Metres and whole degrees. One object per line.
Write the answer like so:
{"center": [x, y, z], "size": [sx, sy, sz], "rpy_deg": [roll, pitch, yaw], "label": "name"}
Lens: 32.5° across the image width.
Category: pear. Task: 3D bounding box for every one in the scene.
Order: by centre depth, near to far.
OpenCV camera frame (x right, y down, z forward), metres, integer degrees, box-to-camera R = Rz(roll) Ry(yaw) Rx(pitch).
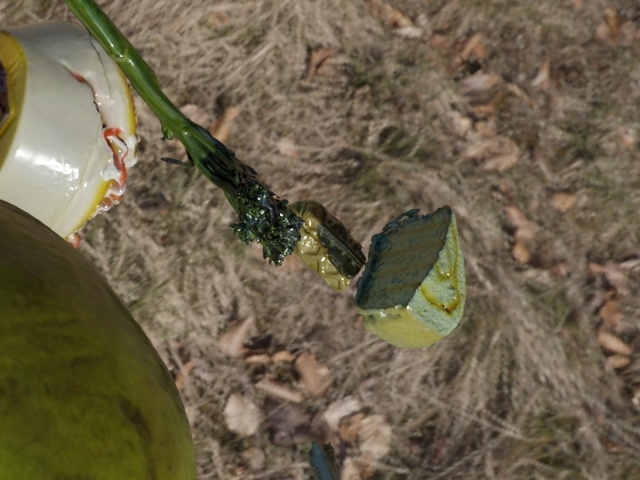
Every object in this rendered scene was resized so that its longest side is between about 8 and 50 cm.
{"center": [-0.197, 0.107, 0.520], "size": [0.269, 0.269, 0.321], "rpy_deg": [18, 26, -32], "label": "pear"}

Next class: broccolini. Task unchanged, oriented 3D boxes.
{"center": [-0.106, -0.085, 0.840], "size": [0.062, 0.123, 0.271], "rpy_deg": [-44, 102, -17], "label": "broccolini"}

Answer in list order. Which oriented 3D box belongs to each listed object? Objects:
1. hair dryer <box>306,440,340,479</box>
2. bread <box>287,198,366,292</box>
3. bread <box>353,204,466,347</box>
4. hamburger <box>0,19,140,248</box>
{"center": [0.083, 0.244, 0.736], "size": [0.092, 0.229, 0.267], "rpy_deg": [46, 41, -48], "label": "hair dryer"}
{"center": [0.000, 0.000, 1.236], "size": [0.110, 0.060, 0.066], "rpy_deg": [43, 66, -9], "label": "bread"}
{"center": [0.109, 0.050, 1.168], "size": [0.110, 0.103, 0.156], "rpy_deg": [52, 47, -28], "label": "bread"}
{"center": [-0.306, -0.095, 1.127], "size": [0.152, 0.295, 0.227], "rpy_deg": [5, 67, -40], "label": "hamburger"}
